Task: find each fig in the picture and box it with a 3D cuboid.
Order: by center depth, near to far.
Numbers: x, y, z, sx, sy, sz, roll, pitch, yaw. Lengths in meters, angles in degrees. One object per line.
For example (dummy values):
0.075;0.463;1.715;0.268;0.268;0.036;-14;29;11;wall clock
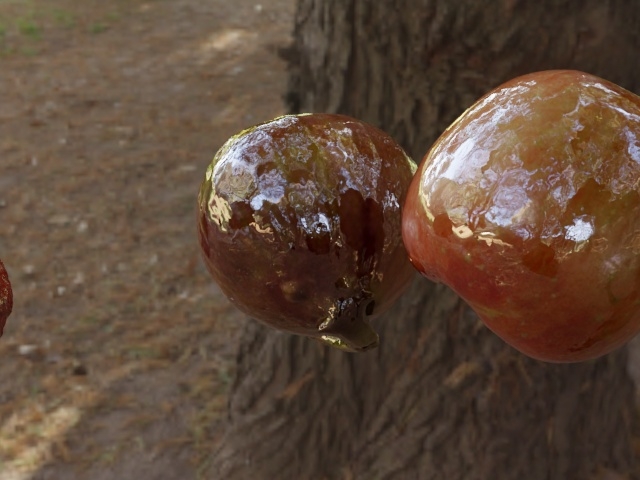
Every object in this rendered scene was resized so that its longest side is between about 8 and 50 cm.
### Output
0.000;-0.001;0.878;0.205;0.205;0.205;1;20;0;fig

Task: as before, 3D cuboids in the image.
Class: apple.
0.146;-0.016;0.694;0.181;0.168;0.181;32;2;-1;apple

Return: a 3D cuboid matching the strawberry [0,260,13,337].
-0.462;0.062;1.218;0.288;0.250;0.238;4;-15;35;strawberry
